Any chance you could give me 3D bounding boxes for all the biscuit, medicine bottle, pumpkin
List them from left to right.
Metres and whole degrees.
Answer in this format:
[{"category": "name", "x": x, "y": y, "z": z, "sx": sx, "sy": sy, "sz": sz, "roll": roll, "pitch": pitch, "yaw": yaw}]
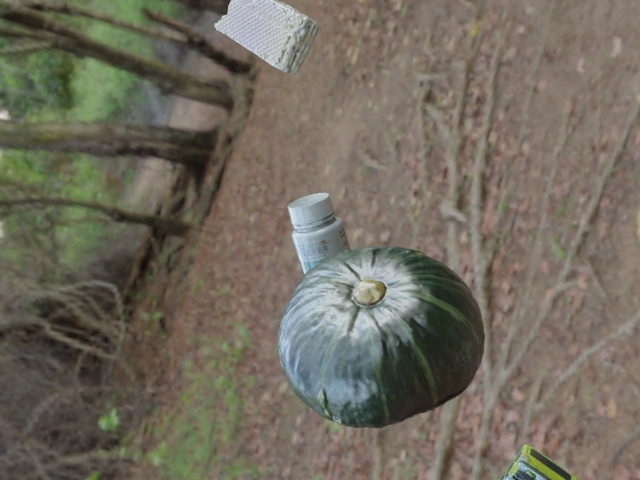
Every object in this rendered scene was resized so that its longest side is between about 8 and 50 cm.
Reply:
[{"category": "biscuit", "x": -0.098, "y": -0.393, "z": 2.000, "sx": 0.239, "sy": 0.061, "sz": 0.108, "roll": 39, "pitch": 108, "yaw": 42}, {"category": "medicine bottle", "x": 0.000, "y": 0.000, "z": 1.642, "sx": 0.080, "sy": 0.080, "sz": 0.130, "roll": -120, "pitch": 12, "yaw": -74}, {"category": "pumpkin", "x": 0.060, "y": 0.099, "z": 1.114, "sx": 0.212, "sy": 0.211, "sz": 0.152, "roll": -87, "pitch": -20, "yaw": -44}]

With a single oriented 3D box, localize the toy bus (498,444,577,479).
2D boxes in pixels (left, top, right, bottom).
[{"category": "toy bus", "x": 0.225, "y": 0.338, "z": 1.297, "sx": 0.175, "sy": 0.088, "sz": 0.101, "roll": -58, "pitch": -7, "yaw": 16}]
